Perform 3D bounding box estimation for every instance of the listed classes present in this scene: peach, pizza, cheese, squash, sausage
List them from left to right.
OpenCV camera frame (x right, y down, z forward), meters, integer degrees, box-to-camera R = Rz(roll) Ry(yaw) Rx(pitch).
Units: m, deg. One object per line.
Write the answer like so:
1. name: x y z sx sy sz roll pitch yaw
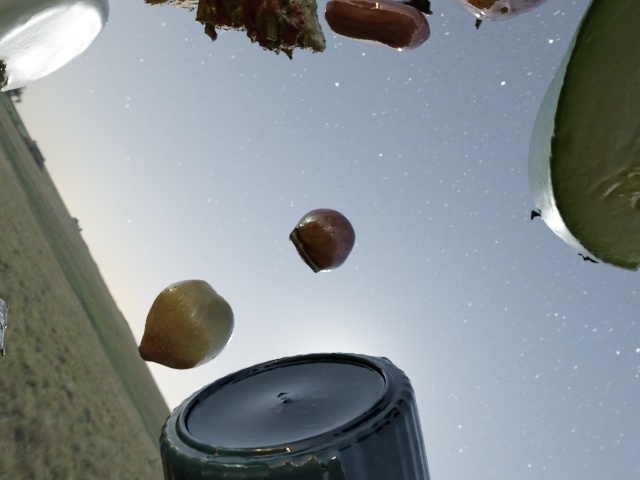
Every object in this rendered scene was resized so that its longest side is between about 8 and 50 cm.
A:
1. cheese: -0.423 -0.319 0.651 0.127 0.233 0.266 50 -19 -13
2. peach: -0.324 0.203 1.102 0.232 0.232 0.233 44 -31 34
3. pizza: -0.063 -0.273 0.510 0.199 0.062 0.188 52 -54 19
4. sausage: 0.086 -0.351 0.749 0.194 0.077 0.077 26 -41 30
5. squash: 0.196 -0.091 0.269 0.288 0.111 0.203 16 84 -76

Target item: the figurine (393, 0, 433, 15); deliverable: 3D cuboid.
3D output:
1. figurine: 0.221 -0.710 1.204 0.320 0.196 0.323 -43 -144 45

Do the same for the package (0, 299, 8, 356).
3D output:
1. package: -0.464 0.090 0.610 0.121 0.031 0.108 48 0 -41

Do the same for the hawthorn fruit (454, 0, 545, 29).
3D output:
1. hawthorn fruit: 0.354 -0.551 0.898 0.277 0.276 0.298 48 -25 28

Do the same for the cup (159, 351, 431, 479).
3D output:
1. cup: 0.018 0.269 0.443 0.242 0.307 0.292 -1 -79 59

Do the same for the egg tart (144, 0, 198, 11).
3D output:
1. egg tart: -0.236 -0.540 0.901 0.107 0.291 0.290 39 -5 -42

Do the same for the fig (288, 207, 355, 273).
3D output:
1. fig: 0.000 -0.001 1.379 0.205 0.205 0.205 44 -31 34
